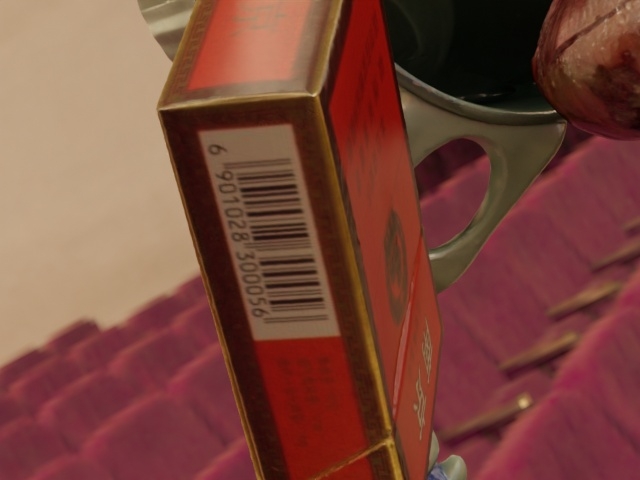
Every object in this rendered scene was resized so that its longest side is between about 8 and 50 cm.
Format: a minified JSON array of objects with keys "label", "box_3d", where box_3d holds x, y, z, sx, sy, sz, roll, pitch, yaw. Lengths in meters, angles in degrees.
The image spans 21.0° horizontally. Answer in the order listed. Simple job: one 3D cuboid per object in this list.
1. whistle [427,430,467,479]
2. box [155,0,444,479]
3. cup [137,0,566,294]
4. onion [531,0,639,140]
[{"label":"whistle","box_3d":[0.058,0.192,1.194,0.110,0.244,0.092,-28,11,-2]},{"label":"box","box_3d":[0.001,0.000,0.736,0.074,0.239,0.153,-6,36,9]},{"label":"cup","box_3d":[0.027,-0.188,1.164,0.401,0.310,0.392,-57,20,-14]},{"label":"onion","box_3d":[0.225,-0.134,0.969,0.206,0.151,0.098,-54,17,-4]}]
